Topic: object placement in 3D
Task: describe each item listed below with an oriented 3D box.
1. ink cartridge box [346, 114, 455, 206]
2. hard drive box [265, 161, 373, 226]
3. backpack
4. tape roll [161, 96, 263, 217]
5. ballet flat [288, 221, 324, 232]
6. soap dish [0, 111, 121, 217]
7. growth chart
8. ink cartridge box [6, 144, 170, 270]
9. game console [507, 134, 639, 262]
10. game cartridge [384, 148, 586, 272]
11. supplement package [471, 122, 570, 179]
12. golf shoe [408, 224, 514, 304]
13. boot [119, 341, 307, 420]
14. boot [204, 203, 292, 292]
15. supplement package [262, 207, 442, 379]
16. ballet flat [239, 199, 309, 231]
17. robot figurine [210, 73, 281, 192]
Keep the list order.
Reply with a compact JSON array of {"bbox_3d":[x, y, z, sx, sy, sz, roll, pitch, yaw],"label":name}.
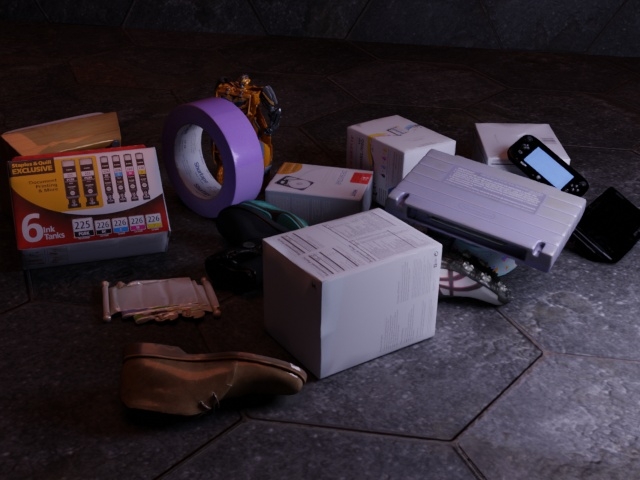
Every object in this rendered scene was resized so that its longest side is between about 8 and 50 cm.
[{"bbox_3d":[0.196,-0.194,2.190,0.168,0.171,0.232,-16,31,-31],"label":"ink cartridge box"},{"bbox_3d":[0.000,-0.108,2.102,0.232,0.089,0.181,7,28,10],"label":"hard drive box"},{"bbox_3d":[0.338,-0.008,1.861,0.165,0.144,0.188,-18,42,-34],"label":"backpack"},{"bbox_3d":[-0.259,-0.196,2.056,0.274,0.275,0.090,23,33,37],"label":"tape roll"},{"bbox_3d":[0.000,0.000,1.836,0.241,0.091,0.077,-12,66,-56],"label":"ballet flat"},{"bbox_3d":[-0.613,-0.174,2.073,0.290,0.229,0.118,-19,50,-36],"label":"soap dish"},{"bbox_3d":[-0.318,0.117,1.711,0.237,0.021,0.172,-3,27,-8],"label":"growth chart"},{"bbox_3d":[-0.501,-0.100,1.858,0.309,0.130,0.272,-8,70,-18],"label":"ink cartridge box"},{"bbox_3d":[0.578,-0.105,2.001,0.361,0.044,0.213,43,50,15],"label":"game console"},{"bbox_3d":[0.339,-0.069,1.776,0.355,0.068,0.230,22,38,22],"label":"game cartridge"},{"bbox_3d":[0.506,-0.192,2.229,0.203,0.145,0.262,1,27,1],"label":"supplement package"},{"bbox_3d":[0.254,0.075,1.748,0.272,0.120,0.105,26,22,-2],"label":"golf shoe"},{"bbox_3d":[-0.175,0.244,1.416,0.305,0.112,0.115,4,56,-4],"label":"boot"},{"bbox_3d":[-0.179,0.013,1.841,0.246,0.094,0.207,25,30,28],"label":"boot"},{"bbox_3d":[0.055,0.088,1.587,0.262,0.199,0.198,-16,31,-30],"label":"supplement package"},{"bbox_3d":[-0.084,-0.036,1.969,0.247,0.083,0.087,26,22,37],"label":"ballet flat"},{"bbox_3d":[-0.198,-0.273,2.196,0.211,0.291,0.085,15,30,26],"label":"robot figurine"}]
